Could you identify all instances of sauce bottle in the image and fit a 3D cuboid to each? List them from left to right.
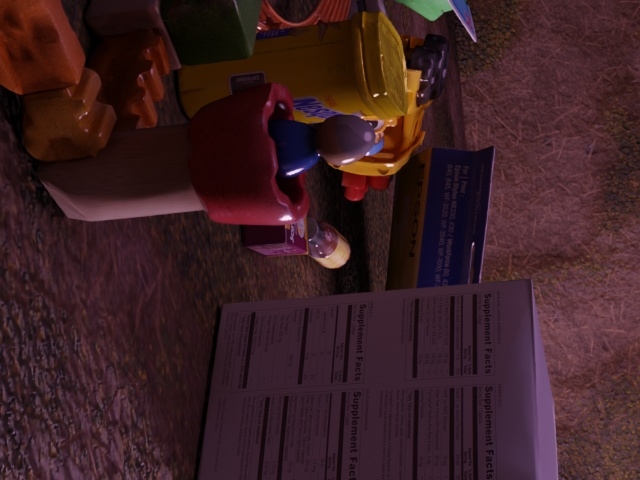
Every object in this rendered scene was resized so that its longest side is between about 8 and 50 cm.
[{"bbox_3d":[0.000,0.000,1.416,0.128,0.042,0.042,42,44,-70],"label":"sauce bottle"}]

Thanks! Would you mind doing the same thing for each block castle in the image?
[{"bbox_3d":[-0.072,-0.255,0.835,0.453,0.213,0.303,-83,161,-44],"label":"block castle"}]

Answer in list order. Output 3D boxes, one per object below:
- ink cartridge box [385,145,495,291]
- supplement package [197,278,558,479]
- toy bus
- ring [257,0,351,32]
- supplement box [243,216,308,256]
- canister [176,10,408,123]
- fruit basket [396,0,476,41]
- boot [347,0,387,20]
[{"bbox_3d":[0.132,0.042,1.614,0.307,0.072,0.303,151,-54,-85],"label":"ink cartridge box"},{"bbox_3d":[0.058,0.175,1.094,0.199,0.263,0.198,70,19,-49],"label":"supplement package"},{"bbox_3d":[0.059,-0.144,1.566,0.220,0.149,0.211,-51,151,-71],"label":"toy bus"},{"bbox_3d":[-0.023,-0.329,1.322,0.336,0.032,0.336,2,90,-65],"label":"ring"},{"bbox_3d":[-0.042,-0.017,1.234,0.083,0.043,0.055,25,61,-74],"label":"supplement box"},{"bbox_3d":[-0.021,-0.135,1.093,0.126,0.170,0.073,23,62,-75],"label":"canister"},{"bbox_3d":[0.109,-0.475,1.749,0.353,0.165,0.327,52,16,-52],"label":"fruit basket"},{"bbox_3d":[0.069,-0.272,1.769,0.086,0.069,0.190,54,31,-60],"label":"boot"}]
